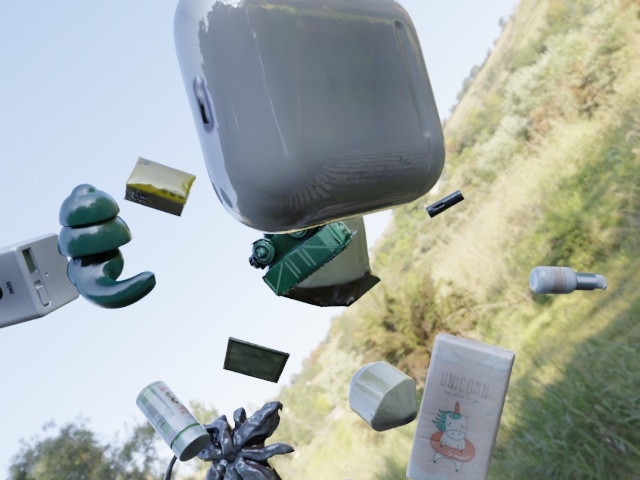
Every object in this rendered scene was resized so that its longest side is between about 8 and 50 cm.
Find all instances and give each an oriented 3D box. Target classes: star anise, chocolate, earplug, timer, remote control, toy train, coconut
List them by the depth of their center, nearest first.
[{"bbox_3d":[-0.496,0.010,1.367,0.164,0.279,0.257,-17,11,-26],"label":"earplug"},{"bbox_3d":[0.290,-0.086,1.425,0.091,0.034,0.016,-30,-20,11],"label":"remote control"},{"bbox_3d":[-0.208,0.524,1.435,0.359,0.316,0.139,-59,-33,2],"label":"star anise"},{"bbox_3d":[-0.056,0.013,1.442,0.269,0.154,0.115,-38,5,26],"label":"toy train"},{"bbox_3d":[-0.776,0.105,1.570,0.195,0.192,0.194,-15,9,13],"label":"timer"},{"bbox_3d":[0.000,0.000,1.750,0.314,0.326,0.296,-30,-49,-55],"label":"chocolate"},{"bbox_3d":[0.206,0.498,1.922,0.202,0.222,0.202,-24,-52,-35],"label":"coconut"}]

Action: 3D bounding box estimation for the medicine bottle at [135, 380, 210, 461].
[{"bbox_3d":[-0.343,0.414,1.411,0.086,0.183,0.086,-37,-30,-25],"label":"medicine bottle"}]

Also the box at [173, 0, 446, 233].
[{"bbox_3d":[0.004,-0.165,0.719,0.349,0.288,0.141,-16,0,-45],"label":"box"}]

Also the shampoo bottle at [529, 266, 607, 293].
[{"bbox_3d":[0.658,0.106,1.624,0.074,0.192,0.073,-179,90,-85],"label":"shampoo bottle"}]

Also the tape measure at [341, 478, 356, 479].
[{"bbox_3d":[0.032,0.849,1.843,0.259,0.265,0.130,-21,20,7],"label":"tape measure"}]

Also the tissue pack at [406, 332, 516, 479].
[{"bbox_3d":[0.303,0.380,1.326,0.071,0.170,0.325,-3,-74,-67],"label":"tissue pack"}]

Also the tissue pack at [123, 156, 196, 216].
[{"bbox_3d":[-0.443,-0.150,1.687,0.082,0.169,0.119,117,168,-50],"label":"tissue pack"}]

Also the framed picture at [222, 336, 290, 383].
[{"bbox_3d":[-0.184,0.338,1.699,0.231,0.173,0.010,113,172,-56],"label":"framed picture"}]
